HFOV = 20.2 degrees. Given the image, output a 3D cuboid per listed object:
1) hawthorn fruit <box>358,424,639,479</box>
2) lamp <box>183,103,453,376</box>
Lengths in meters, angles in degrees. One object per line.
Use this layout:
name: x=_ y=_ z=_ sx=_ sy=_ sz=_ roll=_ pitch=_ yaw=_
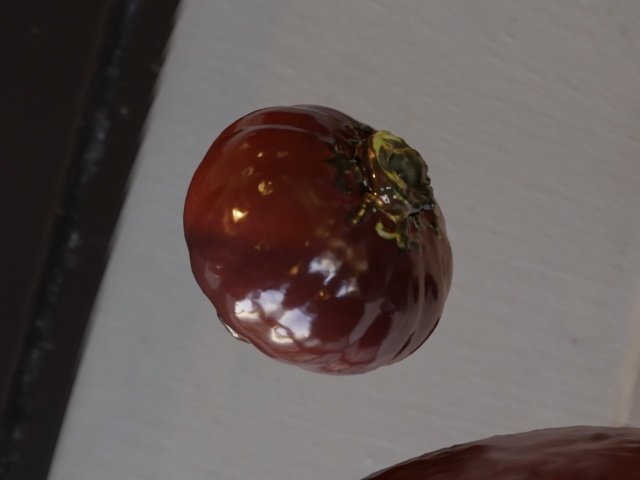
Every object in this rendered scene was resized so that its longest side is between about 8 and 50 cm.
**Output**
hawthorn fruit: x=0.044 y=0.157 z=0.493 sx=0.271 sy=0.242 sz=0.242 roll=24 pitch=92 yaw=35
lamp: x=0.000 y=0.000 z=0.617 sx=0.090 sy=0.101 sz=0.101 roll=-41 pitch=47 yaw=33
